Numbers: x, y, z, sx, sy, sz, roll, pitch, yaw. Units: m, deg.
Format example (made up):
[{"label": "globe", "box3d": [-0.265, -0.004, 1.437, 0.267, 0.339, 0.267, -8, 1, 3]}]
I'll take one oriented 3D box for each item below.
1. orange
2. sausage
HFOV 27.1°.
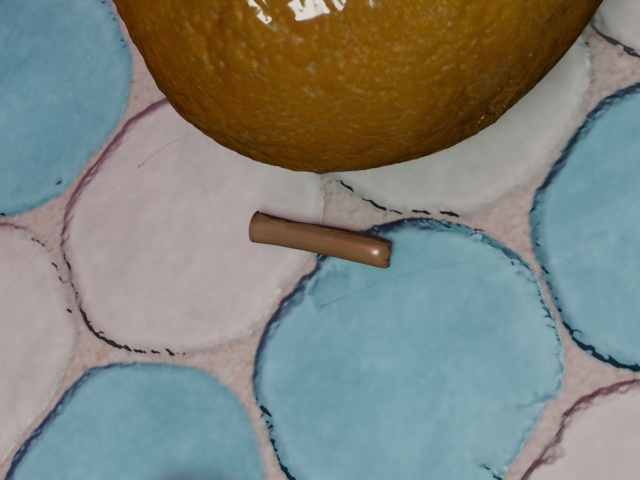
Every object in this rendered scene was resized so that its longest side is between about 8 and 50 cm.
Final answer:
[{"label": "orange", "box3d": [0.033, -0.215, 0.909, 0.357, 0.322, 0.322, -28, 62, 0]}, {"label": "sausage", "box3d": [0.000, 0.000, 0.996, 0.116, 0.026, 0.026, 12, 75, 24]}]
